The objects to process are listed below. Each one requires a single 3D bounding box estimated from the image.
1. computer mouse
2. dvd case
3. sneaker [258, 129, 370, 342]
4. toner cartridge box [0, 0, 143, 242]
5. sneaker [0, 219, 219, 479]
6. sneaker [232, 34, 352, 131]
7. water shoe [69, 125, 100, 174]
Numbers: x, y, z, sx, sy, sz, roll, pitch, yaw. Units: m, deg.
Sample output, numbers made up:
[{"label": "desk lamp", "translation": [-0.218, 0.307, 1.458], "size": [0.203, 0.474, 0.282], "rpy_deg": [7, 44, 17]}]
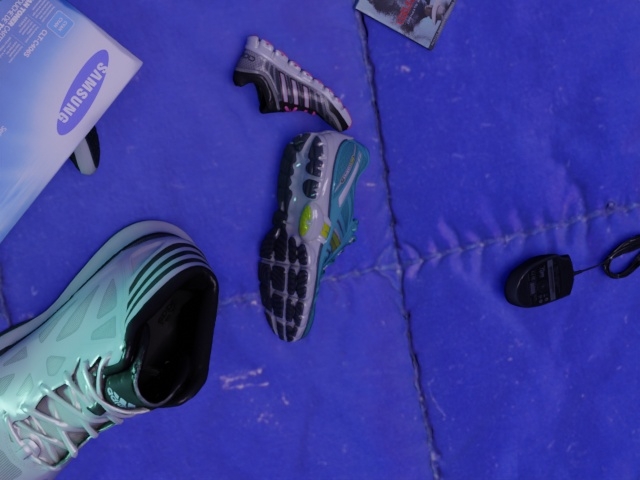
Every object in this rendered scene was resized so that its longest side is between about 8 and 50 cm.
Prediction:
[{"label": "computer mouse", "translation": [0.351, 0.035, 1.868], "size": [0.242, 0.041, 0.071], "rpy_deg": [-15, 113, -22]}, {"label": "dvd case", "translation": [0.111, -0.306, 1.735], "size": [0.119, 0.013, 0.087], "rpy_deg": [26, 91, -21]}, {"label": "sneaker", "translation": [0.000, 0.000, 1.710], "size": [0.110, 0.107, 0.275], "rpy_deg": [4, 106, -38]}, {"label": "toner cartridge box", "translation": [-0.369, -0.113, 1.508], "size": [0.165, 0.075, 0.348], "rpy_deg": [38, 86, -16]}, {"label": "sneaker", "translation": [-0.286, 0.172, 1.563], "size": [0.169, 0.257, 0.447], "rpy_deg": [41, 86, -20]}, {"label": "sneaker", "translation": [-0.039, -0.178, 1.685], "size": [0.170, 0.063, 0.075], "rpy_deg": [36, 91, -18]}, {"label": "water shoe", "translation": [-0.327, -0.163, 1.598], "size": [0.080, 0.073, 0.203], "rpy_deg": [-22, 102, 8]}]
